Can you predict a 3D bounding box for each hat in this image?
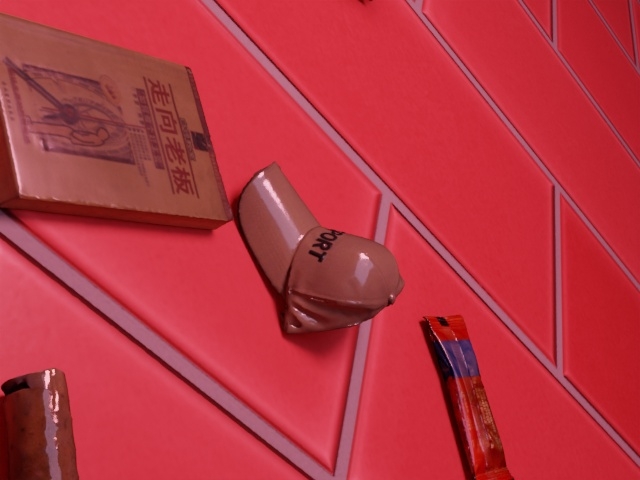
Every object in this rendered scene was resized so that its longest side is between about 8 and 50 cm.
[{"bbox_3d":[0.000,0.000,0.931,0.175,0.085,0.147,59,34,-11],"label":"hat"}]

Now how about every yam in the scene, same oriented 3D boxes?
[{"bbox_3d":[-0.161,0.210,0.598,0.046,0.046,0.263,13,59,-51],"label":"yam"}]

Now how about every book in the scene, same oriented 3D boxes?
[{"bbox_3d":[-0.173,-0.091,0.802,0.231,0.026,0.161,5,64,-54],"label":"book"}]

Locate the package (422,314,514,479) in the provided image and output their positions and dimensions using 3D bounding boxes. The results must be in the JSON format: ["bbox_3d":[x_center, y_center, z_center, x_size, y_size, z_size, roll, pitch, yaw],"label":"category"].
[{"bbox_3d":[0.167,0.178,1.106,0.083,0.022,0.200,7,62,-54],"label":"package"}]
